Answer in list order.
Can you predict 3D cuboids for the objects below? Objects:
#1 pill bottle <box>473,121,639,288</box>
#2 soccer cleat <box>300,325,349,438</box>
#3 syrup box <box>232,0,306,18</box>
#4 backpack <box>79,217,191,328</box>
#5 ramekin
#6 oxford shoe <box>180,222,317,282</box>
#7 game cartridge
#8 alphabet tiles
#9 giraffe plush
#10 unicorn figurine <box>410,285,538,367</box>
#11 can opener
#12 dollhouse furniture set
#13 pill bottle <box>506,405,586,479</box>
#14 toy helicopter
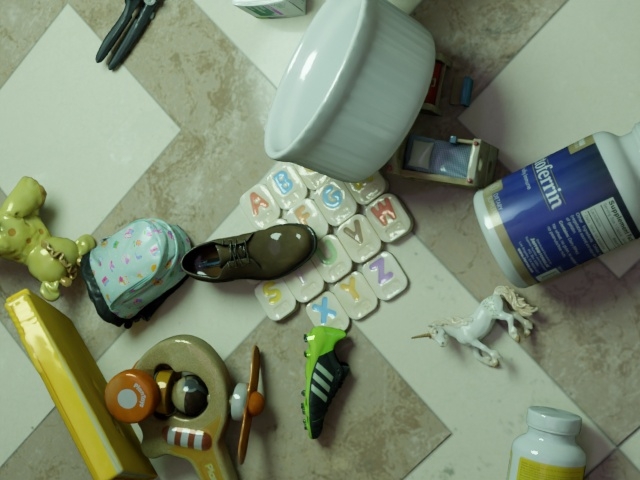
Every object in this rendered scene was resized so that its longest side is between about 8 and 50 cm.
[{"bbox_3d":[0.354,-0.053,1.261,0.264,0.153,0.153,-27,79,18],"label":"pill bottle"},{"bbox_3d":[0.008,0.221,1.445,0.072,0.060,0.179,2,97,-4],"label":"soccer cleat"},{"bbox_3d":[-0.078,-0.477,1.472,0.096,0.093,0.237,2,90,21],"label":"syrup box"},{"bbox_3d":[-0.298,0.043,1.538,0.182,0.115,0.152,-31,75,15],"label":"backpack"},{"bbox_3d":[0.043,-0.216,1.328,0.135,0.277,0.277,24,100,-20],"label":"ramekin"},{"bbox_3d":[-0.114,0.025,1.454,0.227,0.096,0.083,-16,82,19],"label":"oxford shoe"},{"bbox_3d":[-0.377,0.242,1.480,0.052,0.285,0.324,-32,76,-8],"label":"game cartridge"},{"bbox_3d":[0.000,0.000,1.471,0.284,0.021,0.278,-36,77,18],"label":"alphabet tiles"},{"bbox_3d":[-0.485,0.008,1.602,0.170,0.210,0.181,36,90,-15],"label":"giraffe plush"},{"bbox_3d":[0.230,0.130,1.363,0.162,0.060,0.111,-43,73,-1],"label":"unicorn figurine"},{"bbox_3d":[-0.322,-0.373,1.595,0.059,0.073,0.186,24,104,-19],"label":"can opener"},{"bbox_3d":[0.185,-0.173,1.342,0.129,0.129,0.184,10,93,21],"label":"dollhouse furniture set"},{"bbox_3d":[0.310,0.328,1.296,0.103,0.103,0.184,10,93,21],"label":"pill bottle"},{"bbox_3d":[-0.170,0.317,1.496,0.234,0.140,0.355,-22,92,11],"label":"toy helicopter"}]
